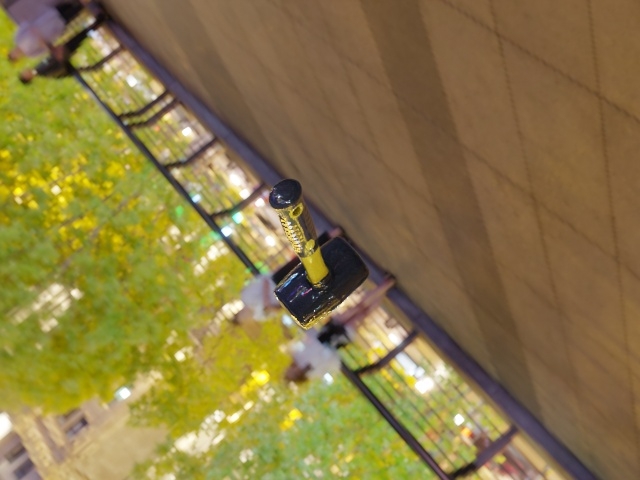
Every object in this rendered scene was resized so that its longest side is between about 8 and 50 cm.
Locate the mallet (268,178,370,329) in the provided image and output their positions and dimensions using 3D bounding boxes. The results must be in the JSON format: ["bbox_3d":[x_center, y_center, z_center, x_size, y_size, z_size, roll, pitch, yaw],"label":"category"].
[{"bbox_3d":[0.000,0.000,0.553,0.039,0.062,0.190,47,165,17],"label":"mallet"}]
